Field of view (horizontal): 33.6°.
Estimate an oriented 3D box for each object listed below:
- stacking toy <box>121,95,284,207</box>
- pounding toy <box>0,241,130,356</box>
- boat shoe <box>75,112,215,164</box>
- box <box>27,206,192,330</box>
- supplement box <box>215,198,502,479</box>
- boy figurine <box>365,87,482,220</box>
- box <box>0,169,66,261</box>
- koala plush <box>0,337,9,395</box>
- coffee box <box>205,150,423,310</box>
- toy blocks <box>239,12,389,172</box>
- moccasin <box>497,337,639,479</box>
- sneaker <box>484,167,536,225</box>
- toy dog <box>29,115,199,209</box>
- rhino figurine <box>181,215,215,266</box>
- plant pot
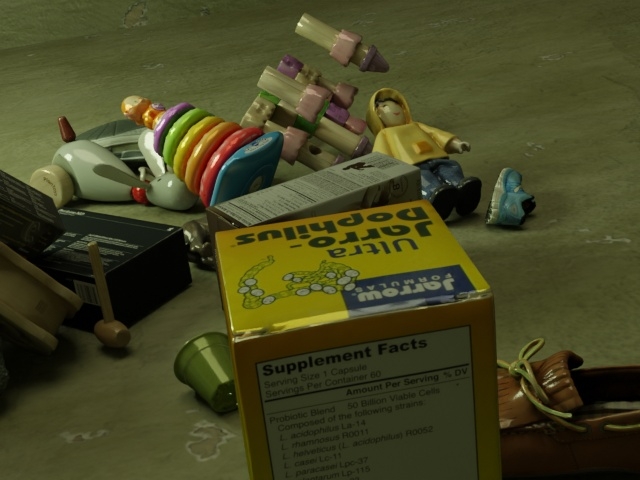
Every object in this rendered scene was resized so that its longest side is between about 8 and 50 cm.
[{"bbox_3d":[-0.225,-0.172,1.832,0.302,0.165,0.175,34,42,18],"label":"stacking toy"},{"bbox_3d":[-0.387,0.058,1.431,0.154,0.269,0.154,-2,54,52],"label":"pounding toy"},{"bbox_3d":[-0.358,-0.185,2.122,0.321,0.103,0.118,-8,22,6],"label":"boat shoe"},{"bbox_3d":[-0.356,0.040,1.604,0.261,0.103,0.184,10,31,33],"label":"box"},{"bbox_3d":[0.034,0.173,0.898,0.194,0.356,0.195,-9,25,-7],"label":"supplement box"},{"bbox_3d":[0.168,-0.153,1.804,0.177,0.092,0.285,-15,50,-19],"label":"boy figurine"},{"bbox_3d":[-0.535,-0.015,1.420,0.242,0.307,0.076,-38,58,11],"label":"box"},{"bbox_3d":[-0.529,0.145,1.338,0.221,0.203,0.196,0,60,41],"label":"koala plush"},{"bbox_3d":[0.000,0.000,1.520,0.297,0.168,0.119,-21,28,-27],"label":"coffee box"},{"bbox_3d":[0.000,-0.208,1.987,0.260,0.309,0.288,28,41,-2],"label":"toy blocks"},{"bbox_3d":[0.253,0.170,1.100,0.380,0.147,0.139,2,26,18],"label":"moccasin"},{"bbox_3d":[0.315,-0.063,1.732,0.073,0.063,0.162,17,33,8],"label":"sneaker"},{"bbox_3d":[-0.378,-0.149,1.954,0.334,0.160,0.220,-3,25,9],"label":"toy dog"},{"bbox_3d":[-0.130,-0.021,1.717,0.106,0.073,0.243,21,34,41],"label":"rhino figurine"},{"bbox_3d":[-0.127,0.169,1.303,0.083,0.083,0.079,-18,40,-23],"label":"plant pot"}]
